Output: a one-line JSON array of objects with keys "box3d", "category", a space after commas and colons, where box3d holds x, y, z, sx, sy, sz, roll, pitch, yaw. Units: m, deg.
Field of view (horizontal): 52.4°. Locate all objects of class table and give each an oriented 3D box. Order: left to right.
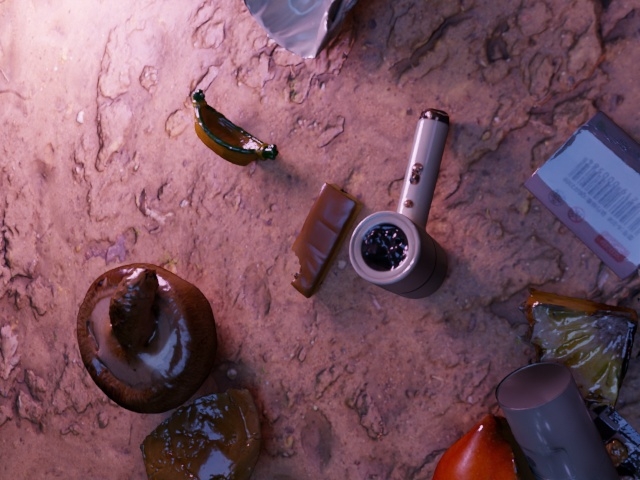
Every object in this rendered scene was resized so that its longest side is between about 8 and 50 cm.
[{"box3d": [0.384, 0.320, 1.046, 0.126, 0.126, 0.220, -21, 104, 26], "category": "table"}]

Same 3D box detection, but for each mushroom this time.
[{"box3d": [-0.378, 0.212, 1.430, 0.345, 0.239, 0.346, -9, 78, 50], "category": "mushroom"}]

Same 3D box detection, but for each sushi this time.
[{"box3d": [0.480, 0.395, 1.130, 0.193, 0.040, 0.210, -45, 76, 22], "category": "sushi"}]

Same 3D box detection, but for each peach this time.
[{"box3d": [0.281, 0.476, 1.109, 0.201, 0.257, 0.362, -18, 94, 25], "category": "peach"}]

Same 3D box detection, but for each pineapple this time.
[{"box3d": [0.445, 0.170, 1.099, 0.186, 0.114, 0.236, -41, 87, 22], "category": "pineapple"}]

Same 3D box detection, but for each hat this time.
[{"box3d": [0.004, -0.511, 1.224, 0.301, 0.168, 0.258, -40, 85, -2], "category": "hat"}]

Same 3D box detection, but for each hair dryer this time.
[{"box3d": [0.172, -0.083, 1.166, 0.128, 0.203, 0.362, 11, 83, 27], "category": "hair dryer"}]

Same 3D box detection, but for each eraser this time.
[{"box3d": [0.477, -0.073, 1.062, 0.174, 0.081, 0.227, -47, 75, 18], "category": "eraser"}]

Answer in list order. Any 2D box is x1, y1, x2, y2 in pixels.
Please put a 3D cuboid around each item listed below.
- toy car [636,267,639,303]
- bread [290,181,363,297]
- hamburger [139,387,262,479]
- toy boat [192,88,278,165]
[{"box3d": [0.542, 0.072, 1.020, 0.069, 0.142, 0.055, -29, 44, 2], "category": "toy car"}, {"box3d": [0.000, 0.000, 1.313, 0.088, 0.049, 0.226, 35, 109, 18], "category": "bread"}, {"box3d": [-0.249, 0.465, 1.402, 0.308, 0.132, 0.211, -32, 68, 13], "category": "hamburger"}, {"box3d": [-0.185, -0.223, 1.354, 0.229, 0.089, 0.088, 38, 130, 9], "category": "toy boat"}]
